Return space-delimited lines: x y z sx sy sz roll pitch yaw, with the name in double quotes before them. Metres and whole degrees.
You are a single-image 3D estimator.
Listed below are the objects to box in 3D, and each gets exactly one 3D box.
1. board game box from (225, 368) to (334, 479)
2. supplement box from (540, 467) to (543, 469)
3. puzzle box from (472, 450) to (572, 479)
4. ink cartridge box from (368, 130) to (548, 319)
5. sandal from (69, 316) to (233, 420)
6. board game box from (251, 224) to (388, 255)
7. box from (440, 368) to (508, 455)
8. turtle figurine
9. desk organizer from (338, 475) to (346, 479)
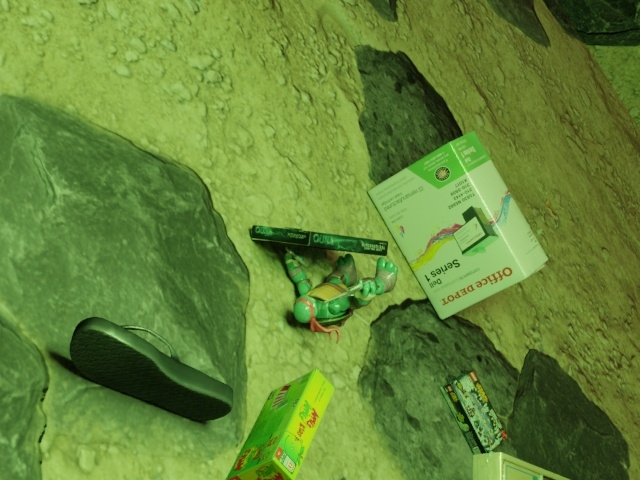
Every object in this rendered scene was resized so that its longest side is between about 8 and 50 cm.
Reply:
"board game box" -0.051 0.258 1.427 0.043 0.092 0.181 49 35 -14
"supplement box" 0.424 0.504 1.863 0.233 0.078 0.080 46 34 -19
"puzzle box" 0.321 0.548 1.620 0.272 0.052 0.409 28 57 -45
"ink cartridge box" 0.249 -0.025 1.935 0.117 0.201 0.278 -28 88 -56
"sandal" -0.210 0.154 1.313 0.254 0.097 0.055 40 38 -43
"board game box" 0.000 0.000 1.665 0.186 0.126 0.026 8 89 -48
"box" 0.270 0.301 1.866 0.094 0.027 0.137 -18 79 -57
"turtle figurine" 0.015 0.075 1.644 0.175 0.118 0.234 25 22 25
"desk organizer" 0.038 0.399 1.470 0.130 0.050 0.047 59 34 0
